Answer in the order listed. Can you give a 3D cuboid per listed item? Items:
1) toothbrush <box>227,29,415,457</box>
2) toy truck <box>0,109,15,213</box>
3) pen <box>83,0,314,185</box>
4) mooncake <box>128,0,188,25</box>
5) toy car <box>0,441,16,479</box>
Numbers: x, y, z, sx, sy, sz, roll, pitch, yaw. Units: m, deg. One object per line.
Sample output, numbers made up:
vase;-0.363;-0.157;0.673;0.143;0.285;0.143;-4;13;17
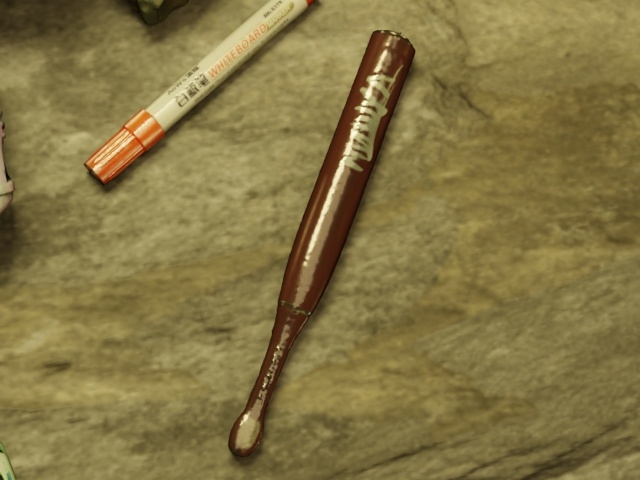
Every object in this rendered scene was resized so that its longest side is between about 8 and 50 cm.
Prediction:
toothbrush;0.000;0.000;1.042;0.041;0.041;0.363;22;81;-12
toy truck;-0.346;-0.030;0.915;0.268;0.124;0.155;-16;97;-13
pen;-0.091;-0.129;1.034;0.239;0.028;0.028;-43;97;-14
mooncake;-0.123;-0.248;1.010;0.130;0.073;0.125;-42;95;-12
toy car;-0.222;0.247;0.941;0.076;0.090;0.224;-6;88;-18
